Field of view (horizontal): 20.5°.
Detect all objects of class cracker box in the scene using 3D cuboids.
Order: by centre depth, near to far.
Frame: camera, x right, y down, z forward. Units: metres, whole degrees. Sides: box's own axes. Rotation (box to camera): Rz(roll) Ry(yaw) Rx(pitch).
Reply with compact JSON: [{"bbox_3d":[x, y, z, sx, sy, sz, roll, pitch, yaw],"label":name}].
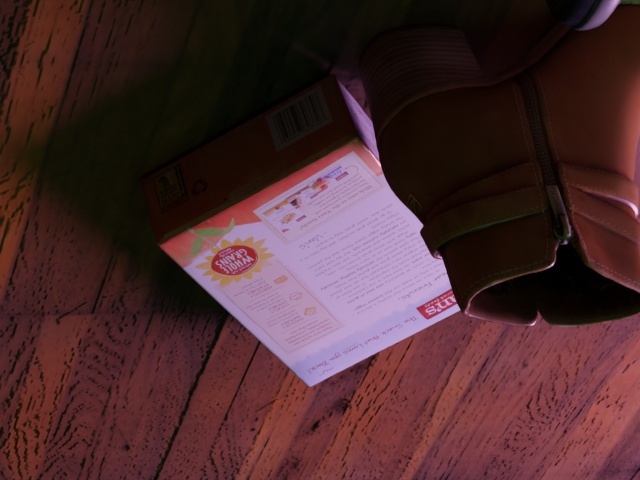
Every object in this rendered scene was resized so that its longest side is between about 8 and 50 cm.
[{"bbox_3d":[0.000,0.000,1.252,0.155,0.067,0.232,-28,141,12],"label":"cracker box"}]

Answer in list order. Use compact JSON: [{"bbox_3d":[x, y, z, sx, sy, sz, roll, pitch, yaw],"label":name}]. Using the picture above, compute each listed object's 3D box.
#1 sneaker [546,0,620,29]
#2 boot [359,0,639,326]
[{"bbox_3d":[0.130,-0.219,1.028,0.130,0.087,0.227,-8,138,-11],"label":"sneaker"},{"bbox_3d":[0.178,-0.053,1.138,0.283,0.220,0.109,-3,139,-21],"label":"boot"}]
